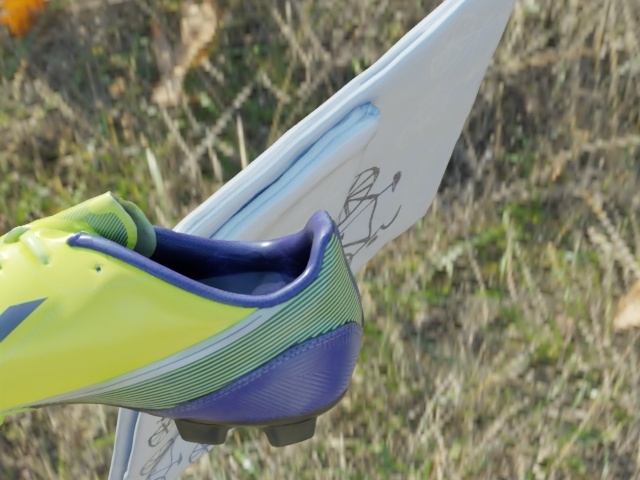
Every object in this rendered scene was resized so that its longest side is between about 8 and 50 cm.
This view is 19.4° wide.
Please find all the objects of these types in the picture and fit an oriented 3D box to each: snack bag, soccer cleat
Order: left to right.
[{"bbox_3d":[-0.125,0.027,0.833,0.289,0.121,0.093,0,31,-2],"label":"soccer cleat"},{"bbox_3d":[0.000,0.000,1.169,0.037,0.323,0.342,40,60,14],"label":"snack bag"}]
